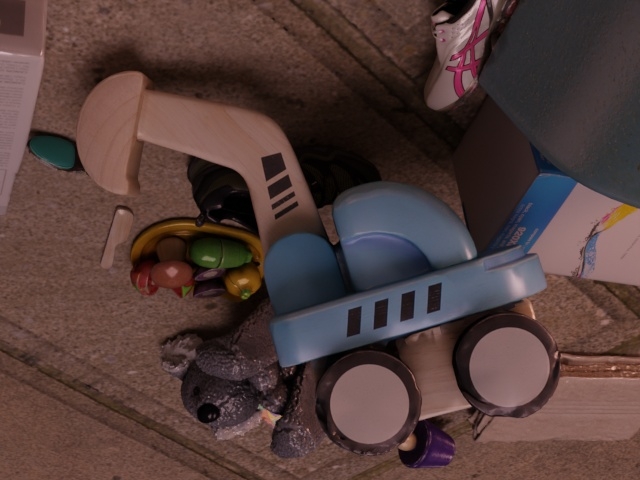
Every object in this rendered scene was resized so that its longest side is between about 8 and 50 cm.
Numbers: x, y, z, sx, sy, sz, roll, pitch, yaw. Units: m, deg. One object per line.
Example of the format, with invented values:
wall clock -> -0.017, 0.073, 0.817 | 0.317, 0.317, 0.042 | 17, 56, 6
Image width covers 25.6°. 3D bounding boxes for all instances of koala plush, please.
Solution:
koala plush -> -0.098, 0.182, 1.855 | 0.221, 0.203, 0.196 | -28, 108, 39

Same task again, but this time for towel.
towel -> 0.373, 0.239, 2.108 | 0.282, 0.049, 0.187 | 2, 141, -15

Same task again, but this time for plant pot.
plant pot -> 0.354, -0.163, 1.396 | 0.247, 0.252, 0.247 | -1, 135, -29

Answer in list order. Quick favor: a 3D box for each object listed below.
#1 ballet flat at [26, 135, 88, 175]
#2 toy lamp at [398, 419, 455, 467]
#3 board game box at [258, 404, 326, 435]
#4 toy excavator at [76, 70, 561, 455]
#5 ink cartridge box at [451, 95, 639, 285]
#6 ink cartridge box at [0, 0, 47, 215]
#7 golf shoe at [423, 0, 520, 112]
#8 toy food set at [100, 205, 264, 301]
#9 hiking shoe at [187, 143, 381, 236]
ballet flat -> -0.277, -0.089, 1.586 | 0.114, 0.041, 0.041 | 11, 137, -21
toy lamp -> 0.081, 0.280, 2.079 | 0.274, 0.080, 0.080 | 22, 132, -31
board game box -> -0.012, 0.208, 1.944 | 0.133, 0.033, 0.169 | 36, 107, -17
toy excavator -> 0.000, 0.000, 1.490 | 0.433, 0.445, 0.222 | -15, 178, 2
ink cartridge box -> 0.298, -0.071, 1.611 | 0.232, 0.171, 0.168 | 8, 139, -19
ink cartridge box -> -0.460, -0.147, 1.472 | 0.308, 0.091, 0.385 | 4, 156, -16
golf shoe -> 0.146, -0.218, 1.490 | 0.086, 0.067, 0.186 | 14, 127, -19
toy food set -> -0.164, 0.040, 1.739 | 0.218, 0.071, 0.128 | 11, 137, -23
hiking shoe -> -0.038, -0.045, 1.623 | 0.227, 0.114, 0.086 | -1, 141, -9
